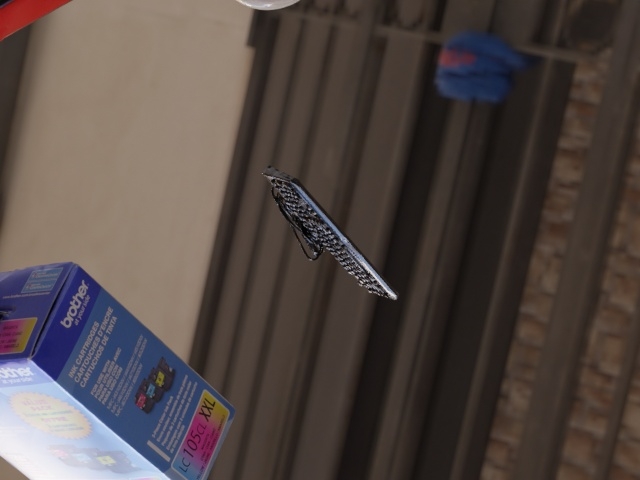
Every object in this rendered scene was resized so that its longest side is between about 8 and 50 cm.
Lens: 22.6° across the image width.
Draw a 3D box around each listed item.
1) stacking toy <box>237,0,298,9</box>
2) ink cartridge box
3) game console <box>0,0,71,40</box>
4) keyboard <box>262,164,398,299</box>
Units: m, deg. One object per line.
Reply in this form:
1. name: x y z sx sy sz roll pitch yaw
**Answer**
1. stacking toy: -0.081 -0.369 1.790 0.141 0.141 0.330 13 173 9
2. ink cartridge box: -0.339 0.169 2.007 0.270 0.151 0.395 -8 137 38
3. game console: -0.319 -0.224 0.959 0.386 0.060 0.342 32 -136 21
4. keyboard: 0.000 0.000 1.711 0.192 0.038 0.100 49 169 -27
